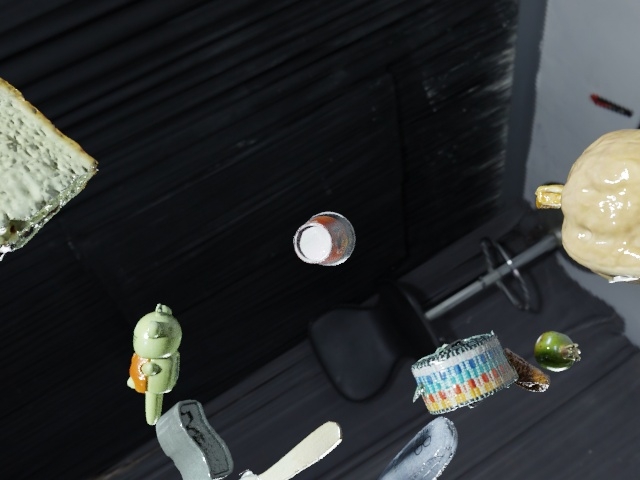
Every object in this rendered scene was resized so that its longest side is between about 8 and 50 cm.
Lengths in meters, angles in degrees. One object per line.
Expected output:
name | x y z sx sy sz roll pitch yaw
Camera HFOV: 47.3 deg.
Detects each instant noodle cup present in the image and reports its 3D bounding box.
instant noodle cup | 0.002 0.000 1.606 0.127 0.127 0.136 59 -165 5

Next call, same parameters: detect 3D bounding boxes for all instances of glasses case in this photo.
glasses case | 0.180 0.466 1.462 0.067 0.282 0.109 33 -155 -9

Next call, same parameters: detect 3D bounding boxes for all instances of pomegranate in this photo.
pomegranate | 0.649 0.302 1.988 0.114 0.114 0.142 61 160 -2

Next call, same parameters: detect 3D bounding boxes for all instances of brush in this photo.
brush | -0.081 0.423 1.305 0.020 0.336 0.085 19 -143 -50

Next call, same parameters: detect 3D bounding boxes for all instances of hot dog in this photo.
hot dog | 0.490 0.321 1.784 0.147 0.065 0.099 37 180 41

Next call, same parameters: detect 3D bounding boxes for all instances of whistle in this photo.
whistle | -0.370 0.276 1.638 0.131 0.106 0.288 -85 3 -74

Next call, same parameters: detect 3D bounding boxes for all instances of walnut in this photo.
walnut | 0.702 -0.069 1.552 0.383 0.383 0.383 55 166 21

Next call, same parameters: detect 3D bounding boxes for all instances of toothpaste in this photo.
toothpaste | 0.282 0.330 1.860 0.031 0.204 0.049 26 134 18

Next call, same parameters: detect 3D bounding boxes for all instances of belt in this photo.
belt | 0.329 0.308 1.695 0.257 0.207 0.150 -9 -104 -57

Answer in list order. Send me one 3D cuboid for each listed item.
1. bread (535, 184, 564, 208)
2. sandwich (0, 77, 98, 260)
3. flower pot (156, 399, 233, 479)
bread | 0.582 -0.109 1.851 0.132 0.074 0.053 15 -103 -73
sandwich | -0.588 -0.107 1.265 0.262 0.325 0.131 41 140 -3
flower pot | -0.323 0.526 1.873 0.108 0.103 0.229 -42 73 31
